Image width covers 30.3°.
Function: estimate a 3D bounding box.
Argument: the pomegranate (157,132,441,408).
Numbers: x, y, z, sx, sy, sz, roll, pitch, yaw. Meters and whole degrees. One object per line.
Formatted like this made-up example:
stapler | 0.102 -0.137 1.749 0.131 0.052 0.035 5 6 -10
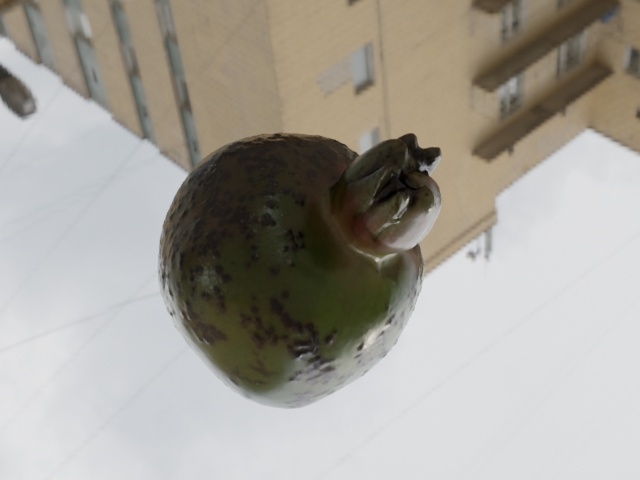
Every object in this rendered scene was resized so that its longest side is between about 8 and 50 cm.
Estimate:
pomegranate | 0.000 0.000 1.152 0.285 0.340 0.285 21 -129 -29
